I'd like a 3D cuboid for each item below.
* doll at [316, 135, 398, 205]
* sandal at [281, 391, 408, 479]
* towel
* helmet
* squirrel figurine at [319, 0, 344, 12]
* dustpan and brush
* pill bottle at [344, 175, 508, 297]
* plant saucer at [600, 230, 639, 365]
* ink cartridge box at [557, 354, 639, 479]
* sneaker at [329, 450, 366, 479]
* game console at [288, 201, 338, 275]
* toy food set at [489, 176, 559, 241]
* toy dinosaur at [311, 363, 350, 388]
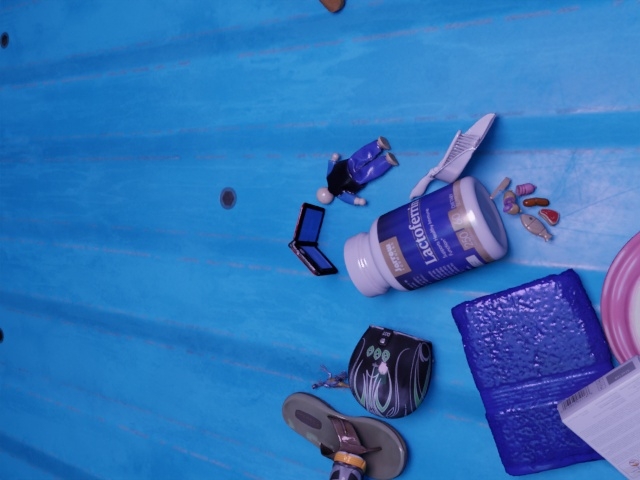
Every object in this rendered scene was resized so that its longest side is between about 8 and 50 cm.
[{"bbox_3d":[0.066,-0.130,1.075,0.189,0.046,0.129,-31,75,27],"label":"doll"},{"bbox_3d":[0.034,0.411,1.082,0.302,0.086,0.120,12,97,30],"label":"sandal"},{"bbox_3d":[0.375,0.224,0.890,0.227,0.076,0.308,-22,81,24],"label":"towel"},{"bbox_3d":[0.130,0.252,0.990,0.169,0.169,0.162,12,80,30],"label":"helmet"},{"bbox_3d":[0.043,-0.679,0.929,0.370,0.281,0.397,-22,71,39],"label":"squirrel figurine"},{"bbox_3d":[0.228,-0.136,0.955,0.060,0.147,0.211,32,136,8],"label":"dustpan and brush"},{"bbox_3d":[0.183,0.004,0.947,0.264,0.153,0.153,-25,78,29],"label":"pill bottle"},{"bbox_3d":[0.587,0.109,0.751,0.332,0.084,0.332,1,92,31],"label":"plant saucer"},{"bbox_3d":[0.472,0.271,0.774,0.179,0.045,0.145,40,116,-8],"label":"ink cartridge box"},{"bbox_3d":[0.049,0.504,1.035,0.084,0.083,0.215,5,131,17],"label":"sneaker"},{"bbox_3d":[0.000,0.000,1.063,0.085,0.144,0.124,-46,76,12],"label":"game console"},{"bbox_3d":[0.358,-0.061,0.899,0.122,0.019,0.078,38,71,14],"label":"toy food set"},{"bbox_3d":[0.019,0.308,1.119,0.090,0.047,0.082,47,131,10],"label":"toy dinosaur"}]
